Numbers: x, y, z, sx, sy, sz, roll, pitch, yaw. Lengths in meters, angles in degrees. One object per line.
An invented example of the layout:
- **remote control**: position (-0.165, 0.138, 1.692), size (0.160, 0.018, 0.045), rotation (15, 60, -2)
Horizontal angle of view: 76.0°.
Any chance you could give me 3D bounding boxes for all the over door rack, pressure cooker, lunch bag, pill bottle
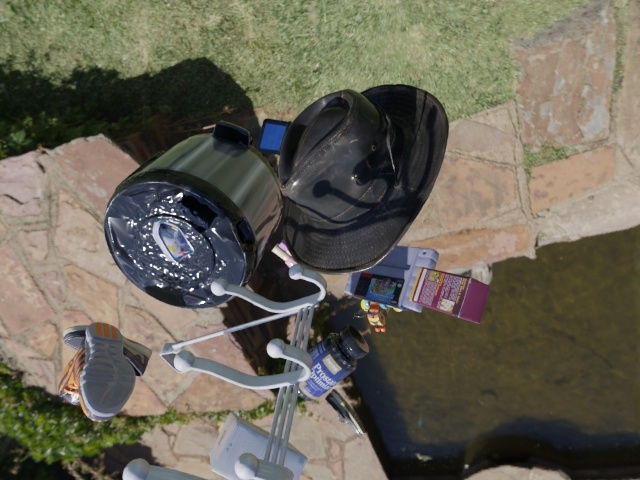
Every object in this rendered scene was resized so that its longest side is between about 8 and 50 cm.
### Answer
- **over door rack**: position (-0.146, 0.173, 0.469), size (0.324, 0.240, 0.108), rotation (-31, 118, 31)
- **pressure cooker**: position (-0.292, -0.074, 1.075), size (0.369, 0.421, 0.376), rotation (-21, 116, 22)
- **lunch bag**: position (-0.288, -0.004, 0.793), size (0.071, 0.053, 0.083), rotation (-2, 122, 59)
- **pill bottle**: position (0.025, 0.340, 1.152), size (0.219, 0.123, 0.123), rotation (-41, 108, 12)

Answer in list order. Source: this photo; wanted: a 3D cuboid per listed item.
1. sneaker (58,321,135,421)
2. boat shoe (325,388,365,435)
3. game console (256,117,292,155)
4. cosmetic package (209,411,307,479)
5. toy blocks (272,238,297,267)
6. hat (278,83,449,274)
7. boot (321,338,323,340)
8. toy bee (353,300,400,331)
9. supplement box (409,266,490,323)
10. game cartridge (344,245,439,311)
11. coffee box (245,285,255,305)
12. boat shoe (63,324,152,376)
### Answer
- **sneaker**: position (-0.565, 0.364, 1.025), size (0.124, 0.321, 0.180), rotation (28, 99, -34)
- **boat shoe**: position (0.072, 0.517, 1.220), size (0.049, 0.152, 0.056), rotation (-41, 151, 0)
- **game console**: position (-0.131, -0.312, 1.336), size (0.124, 0.085, 0.144), rotation (50, 143, 18)
- **cosmetic package**: position (-0.185, 0.617, 1.173), size (0.224, 0.138, 0.224), rotation (29, 158, -6)
- **toy blocks**: position (0.000, 0.000, 1.729), size (0.260, 0.289, 0.309), rotation (39, 155, -10)
- **hat**: position (0.020, -0.120, 0.611), size (0.331, 0.332, 0.133), rotation (-33, 141, 26)
- **boot**: position (0.039, 0.457, 1.738), size (0.084, 0.059, 0.158), rotation (11, 163, 3)
- **toy bee**: position (0.242, 0.298, 1.755), size (0.195, 0.298, 0.162), rotation (8, 123, 55)
- **supplement box**: position (0.337, 0.141, 1.085), size (0.080, 0.188, 0.104), rotation (21, 86, -27)
- **game cartridge**: position (0.250, 0.126, 1.524), size (0.068, 0.230, 0.354), rotation (35, 162, -36)
- **coffee box**: position (-0.366, 0.222, 1.931), size (0.040, 0.113, 0.184), rotation (-42, 138, -6)
- **boat shoe**: position (-0.638, 0.340, 1.242), size (0.102, 0.093, 0.285), rotation (-25, 139, 17)
